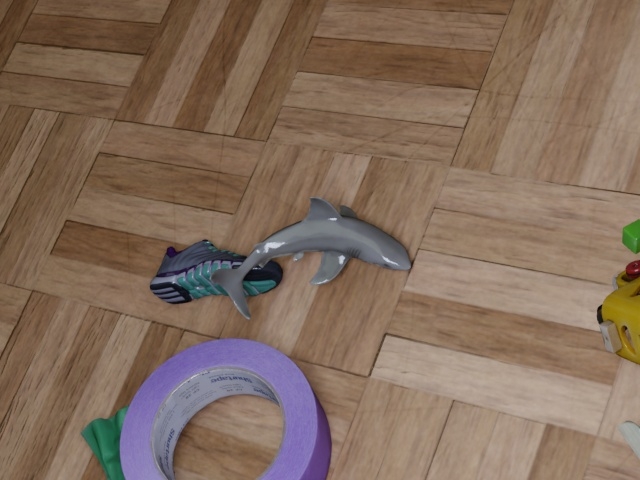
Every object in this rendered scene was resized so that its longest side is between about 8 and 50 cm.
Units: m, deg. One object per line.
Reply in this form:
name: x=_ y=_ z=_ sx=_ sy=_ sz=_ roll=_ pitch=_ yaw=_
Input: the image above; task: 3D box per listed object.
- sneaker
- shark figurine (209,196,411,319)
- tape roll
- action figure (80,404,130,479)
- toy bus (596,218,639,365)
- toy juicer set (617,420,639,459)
sneaker: x=-0.156 y=0.031 z=1.875 sx=0.224 sy=0.083 sz=0.098 roll=-7 pitch=54 yaw=26
shark figurine: x=-0.027 y=-0.007 z=1.762 sx=0.278 sy=0.116 sz=0.166 roll=-13 pitch=49 yaw=-4
tape roll: x=-0.127 y=0.273 z=1.680 sx=0.275 sy=0.090 sz=0.274 roll=-6 pitch=58 yaw=10
action figure: x=-0.252 y=0.344 z=1.765 sx=0.137 sy=0.063 sz=0.232 roll=-30 pitch=54 yaw=10
toy bus: x=0.382 y=0.095 z=1.464 sx=0.104 sy=0.202 sz=0.191 roll=-26 pitch=62 yaw=-16
toy juicer set: x=0.509 y=0.261 z=1.361 sx=0.329 sy=0.090 sz=0.209 roll=-24 pitch=78 yaw=41
